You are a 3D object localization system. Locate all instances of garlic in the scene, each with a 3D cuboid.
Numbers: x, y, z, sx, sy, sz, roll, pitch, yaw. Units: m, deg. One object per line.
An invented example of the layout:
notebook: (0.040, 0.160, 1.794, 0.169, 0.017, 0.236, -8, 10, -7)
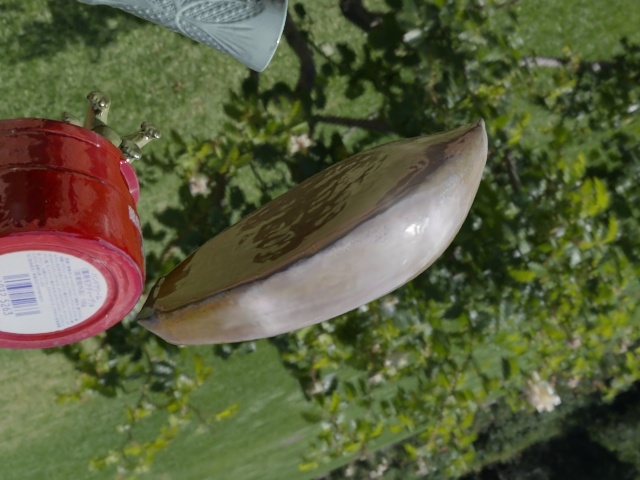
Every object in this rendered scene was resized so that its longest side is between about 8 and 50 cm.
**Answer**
garlic: (0.003, 0.003, 0.715, 0.318, 0.112, 0.143, -21, -154, -2)

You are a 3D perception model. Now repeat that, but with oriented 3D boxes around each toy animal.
toy animal: (-0.280, -0.104, 1.097, 0.101, 0.103, 0.219, -48, -167, 18)

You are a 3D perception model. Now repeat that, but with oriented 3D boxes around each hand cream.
hand cream: (-0.294, 0.000, 0.913, 0.230, 0.149, 0.230, -8, 145, -6)

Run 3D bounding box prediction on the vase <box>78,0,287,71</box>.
vase: (-0.153, -0.263, 0.977, 0.219, 0.096, 0.096, 15, 148, -20)
